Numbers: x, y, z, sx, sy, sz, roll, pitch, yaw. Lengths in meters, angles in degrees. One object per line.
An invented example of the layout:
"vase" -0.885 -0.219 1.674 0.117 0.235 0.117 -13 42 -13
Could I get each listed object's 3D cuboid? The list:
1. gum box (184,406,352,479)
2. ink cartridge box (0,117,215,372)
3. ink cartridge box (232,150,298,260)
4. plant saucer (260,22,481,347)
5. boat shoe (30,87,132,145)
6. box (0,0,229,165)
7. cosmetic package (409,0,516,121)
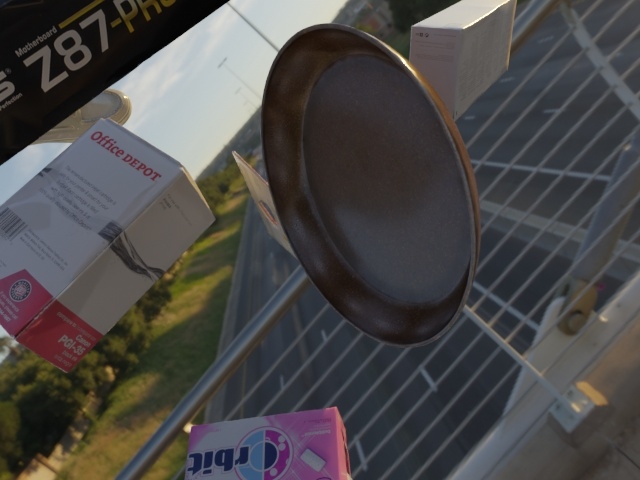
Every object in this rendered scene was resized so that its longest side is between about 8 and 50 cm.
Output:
"gum box" -0.054 0.261 0.681 0.188 0.062 0.107 -10 46 7
"ink cartridge box" -0.312 -0.004 0.802 0.283 0.207 0.117 -48 -33 -17
"ink cartridge box" 0.000 0.000 0.910 0.066 0.261 0.296 -40 -20 -10
"plant saucer" 0.042 -0.049 0.577 0.050 0.311 0.310 -24 -2 -29
"boat shoe" -0.397 -0.190 0.900 0.227 0.079 0.081 -16 -6 -20
"box" -0.217 -0.242 0.496 0.395 0.097 0.318 -42 52 -16
"cosmetic package" 0.171 -0.223 0.710 0.239 0.060 0.099 -43 -42 -50
